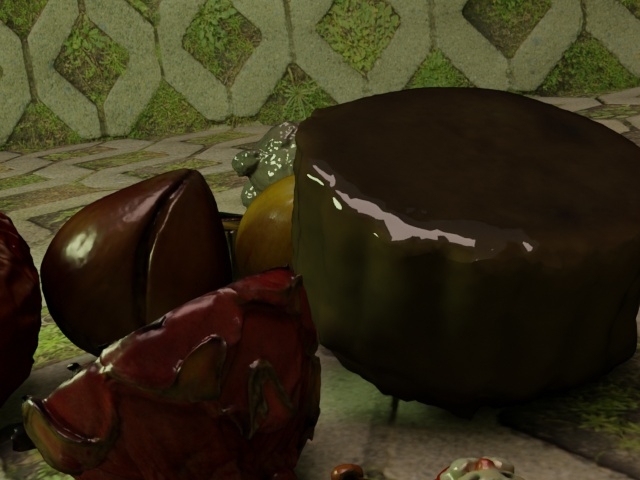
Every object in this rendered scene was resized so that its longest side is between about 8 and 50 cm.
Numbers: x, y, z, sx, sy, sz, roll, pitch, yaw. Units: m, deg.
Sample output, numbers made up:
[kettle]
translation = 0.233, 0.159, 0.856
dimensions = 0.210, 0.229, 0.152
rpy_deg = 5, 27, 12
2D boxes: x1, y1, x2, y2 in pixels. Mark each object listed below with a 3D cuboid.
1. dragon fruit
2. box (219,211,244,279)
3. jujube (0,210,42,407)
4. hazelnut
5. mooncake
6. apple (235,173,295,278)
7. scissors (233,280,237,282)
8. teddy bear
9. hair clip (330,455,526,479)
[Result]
[dragon fruit]
translation = -0.081, 0.132, 0.663
dimensions = 0.224, 0.148, 0.218
rpy_deg = -26, -9, -30
[box]
translation = -0.131, 0.002, 1.262
dimensions = 0.159, 0.071, 0.240
rpy_deg = -6, 10, -43
[jujube]
translation = -0.358, 0.064, 0.859
dimensions = 0.213, 0.212, 0.232
rpy_deg = -10, 24, -14
[hazelnut]
translation = -0.171, 0.022, 0.935
dimensions = 0.208, 0.208, 0.208
rpy_deg = -7, 14, 2
[mooncake]
translation = 0.128, -0.001, 0.825
dimensions = 0.324, 0.187, 0.324
rpy_deg = 3, 31, -2
[apple]
translation = 0.000, 0.000, 1.033
dimensions = 0.183, 0.155, 0.182
rpy_deg = 4, 43, -4
[scissors]
translation = -0.163, 0.078, 1.103
dimensions = 0.204, 0.027, 0.101
rpy_deg = -10, 11, -22
[teddy bear]
translation = -0.004, -0.088, 1.347
dimensions = 0.236, 0.151, 0.267
rpy_deg = -7, -3, 9
[hair clip]
translation = -0.007, 0.173, 0.505
dimensions = 0.321, 0.091, 0.138
rpy_deg = -9, 11, -12
